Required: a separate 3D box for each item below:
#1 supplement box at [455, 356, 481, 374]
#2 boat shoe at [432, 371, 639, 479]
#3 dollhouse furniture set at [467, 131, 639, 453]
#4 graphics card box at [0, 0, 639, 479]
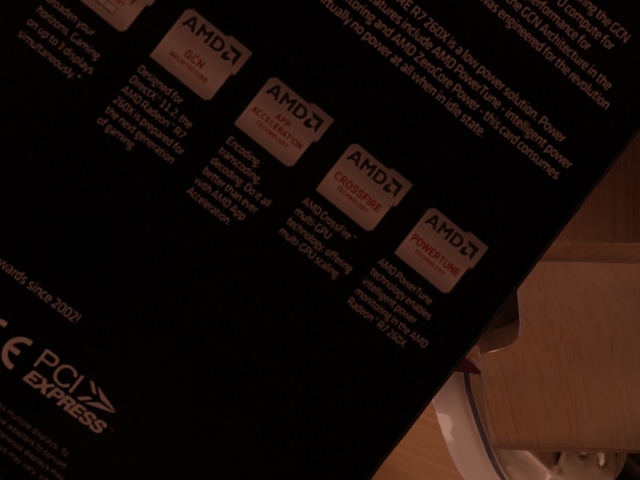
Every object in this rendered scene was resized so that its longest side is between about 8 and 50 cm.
[{"bbox_3d":[-0.010,0.005,1.124,0.239,0.073,0.130,5,149,51],"label":"supplement box"},{"bbox_3d":[0.154,0.132,1.277,0.084,0.095,0.258,-19,145,23],"label":"boat shoe"},{"bbox_3d":[-0.061,-0.026,0.820,0.394,0.362,0.256,1,156,8],"label":"dollhouse furniture set"},{"bbox_3d":[-0.022,-0.080,0.554,0.233,0.371,0.094,38,177,-15],"label":"graphics card box"}]
